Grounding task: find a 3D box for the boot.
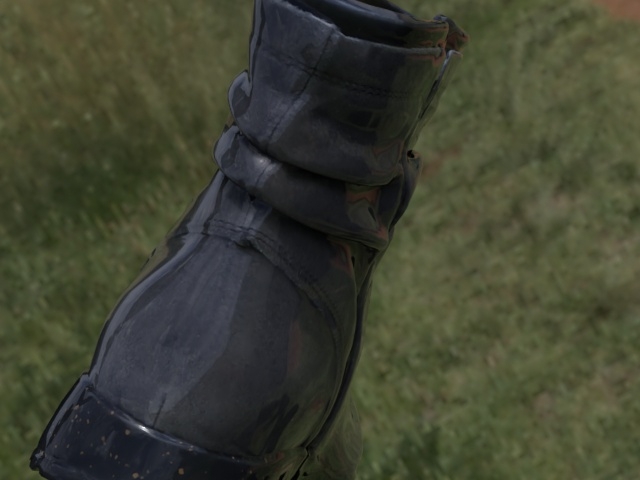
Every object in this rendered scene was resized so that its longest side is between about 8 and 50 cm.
[{"bbox_3d":[0.000,0.000,0.724,0.338,0.118,0.223,-23,-43,-87],"label":"boot"}]
